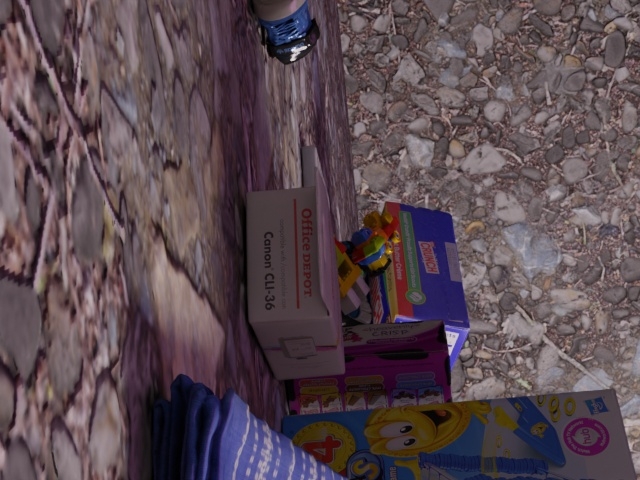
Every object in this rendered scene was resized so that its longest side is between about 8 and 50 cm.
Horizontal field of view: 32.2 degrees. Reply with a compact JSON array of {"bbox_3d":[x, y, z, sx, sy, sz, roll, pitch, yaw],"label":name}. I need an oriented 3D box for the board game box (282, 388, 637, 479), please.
[{"bbox_3d":[0.120,0.281,0.921,0.086,0.302,0.308,80,6,-45],"label":"board game box"}]

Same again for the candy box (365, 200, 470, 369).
[{"bbox_3d":[0.123,0.146,1.744,0.268,0.122,0.317,-90,-167,-51],"label":"candy box"}]

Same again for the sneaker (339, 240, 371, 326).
[{"bbox_3d":[0.040,0.085,1.734,0.083,0.071,0.190,100,-6,-48],"label":"sneaker"}]

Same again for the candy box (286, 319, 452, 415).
[{"bbox_3d":[0.056,0.199,1.112,0.071,0.159,0.233,-82,167,-66],"label":"candy box"}]

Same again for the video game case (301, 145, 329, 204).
[{"bbox_3d":[0.000,0.000,1.496,0.183,0.023,0.201,73,13,-69],"label":"video game case"}]

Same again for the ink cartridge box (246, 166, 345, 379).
[{"bbox_3d":[-0.021,0.031,0.910,0.198,0.067,0.115,79,7,-66],"label":"ink cartridge box"}]

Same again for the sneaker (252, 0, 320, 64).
[{"bbox_3d":[-0.031,-0.214,1.099,0.152,0.058,0.084,-101,176,-68],"label":"sneaker"}]

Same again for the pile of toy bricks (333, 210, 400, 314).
[{"bbox_3d":[0.003,0.007,1.174,0.105,0.118,0.212,56,27,-9],"label":"pile of toy bricks"}]

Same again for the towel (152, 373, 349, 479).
[{"bbox_3d":[-0.003,0.231,0.607,0.336,0.040,0.243,49,35,-58],"label":"towel"}]
